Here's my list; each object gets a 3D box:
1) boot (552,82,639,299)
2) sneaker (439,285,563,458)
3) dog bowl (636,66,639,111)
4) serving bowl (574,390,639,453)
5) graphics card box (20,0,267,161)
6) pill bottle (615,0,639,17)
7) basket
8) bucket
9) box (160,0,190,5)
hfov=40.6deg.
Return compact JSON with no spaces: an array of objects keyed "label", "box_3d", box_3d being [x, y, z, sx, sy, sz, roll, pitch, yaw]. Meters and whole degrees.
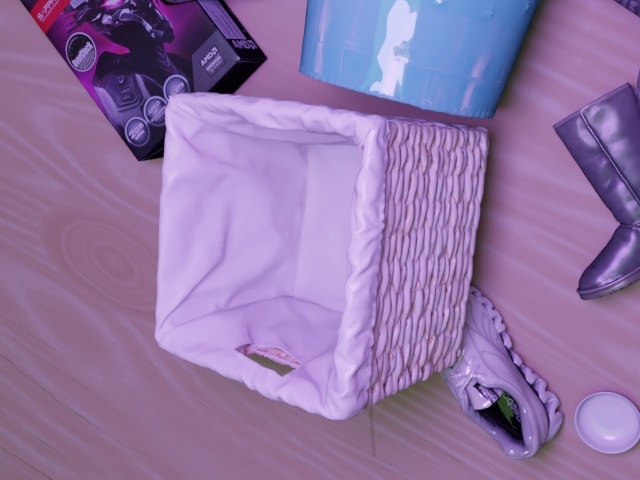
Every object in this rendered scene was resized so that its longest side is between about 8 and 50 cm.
[{"label":"boot","box_3d":[0.345,-0.056,1.046,0.189,0.076,0.208,-35,93,11]},{"label":"sneaker","box_3d":[0.200,0.157,1.132,0.292,0.118,0.110,50,117,9]},{"label":"dog bowl","box_3d":[0.483,-0.130,0.802,0.348,0.349,0.102,-13,52,25]},{"label":"serving bowl","box_3d":[0.372,0.231,1.119,0.083,0.027,0.083,5,102,22]},{"label":"graphics card box","box_3d":[-0.277,-0.328,1.254,0.232,0.094,0.371,-39,85,25]},{"label":"pill bottle","box_3d":[0.372,-0.337,0.904,0.361,0.204,0.204,38,113,12]},{"label":"basket","box_3d":[0.000,0.000,1.056,0.328,0.266,0.332,14,102,40]},{"label":"bucket","box_3d":[0.109,-0.259,1.004,0.281,0.281,0.183,19,106,19]},{"label":"box","box_3d":[-0.128,-0.461,1.126,0.216,0.060,0.270,-9,89,7]}]
